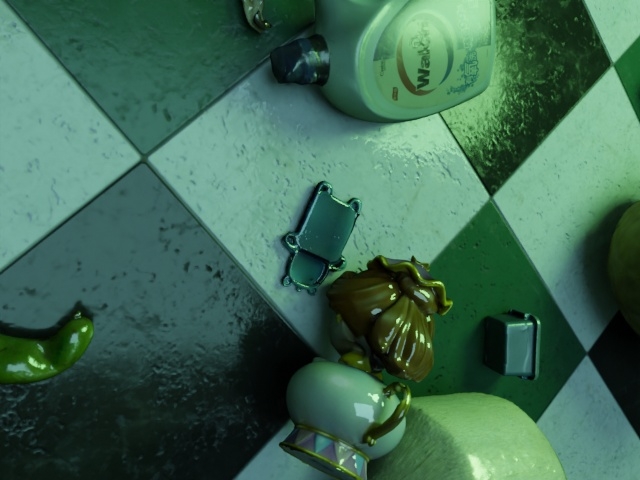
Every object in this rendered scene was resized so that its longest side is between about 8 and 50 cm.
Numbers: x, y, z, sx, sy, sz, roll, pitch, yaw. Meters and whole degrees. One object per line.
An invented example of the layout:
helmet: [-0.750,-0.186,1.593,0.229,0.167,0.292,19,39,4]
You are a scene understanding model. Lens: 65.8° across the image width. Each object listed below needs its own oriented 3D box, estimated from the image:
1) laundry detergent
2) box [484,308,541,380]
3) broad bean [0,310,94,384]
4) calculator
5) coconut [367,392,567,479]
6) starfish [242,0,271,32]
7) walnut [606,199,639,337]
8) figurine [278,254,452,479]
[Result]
laundry detergent: [0.072,-0.247,0.588,0.280,0.105,0.215,-15,112,-22]
box: [0.283,0.155,0.740,0.054,0.074,0.099,0,94,-11]
broad bean: [-0.327,0.103,0.459,0.213,0.048,0.071,-1,100,-24]
calculator: [0.000,0.000,0.623,0.094,0.019,0.141,26,84,-24]
coconut: [0.154,0.312,0.601,0.265,0.237,0.238,4,92,-32]
starfish: [-0.033,-0.460,0.519,0.384,0.132,0.398,-51,128,-4]
walnut: [0.652,0.042,0.770,0.381,0.381,0.382,-2,94,-25]
figurine: [0.056,0.133,0.571,0.142,0.189,0.264,42,60,-25]
